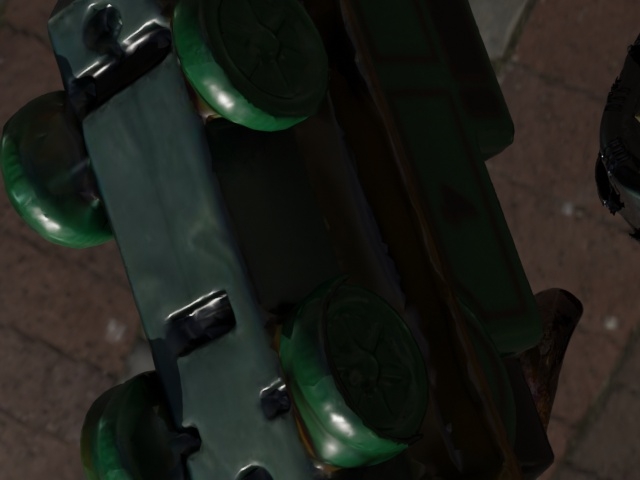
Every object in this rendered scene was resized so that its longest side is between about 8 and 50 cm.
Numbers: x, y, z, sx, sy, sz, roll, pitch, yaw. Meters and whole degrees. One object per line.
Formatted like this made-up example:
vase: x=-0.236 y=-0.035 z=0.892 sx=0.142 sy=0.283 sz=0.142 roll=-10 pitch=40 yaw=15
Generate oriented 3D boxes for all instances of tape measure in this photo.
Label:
tape measure: x=0.317 y=-0.080 z=1.352 sx=0.199 sy=0.186 sz=0.112 roll=8 pitch=151 yaw=31

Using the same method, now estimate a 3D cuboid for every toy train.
toy train: x=0.000 y=0.000 z=0.850 sx=0.178 sy=0.249 sz=0.429 roll=-28 pitch=76 yaw=40

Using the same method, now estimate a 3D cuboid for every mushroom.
mushroom: x=0.143 y=0.089 z=1.173 sx=0.052 sy=0.123 sz=0.123 roll=20 pitch=122 yaw=3

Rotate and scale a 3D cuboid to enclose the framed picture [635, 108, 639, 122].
framed picture: x=0.290 y=-0.080 z=1.093 sx=0.136 sy=0.010 sz=0.201 roll=-53 pitch=133 yaw=-2
